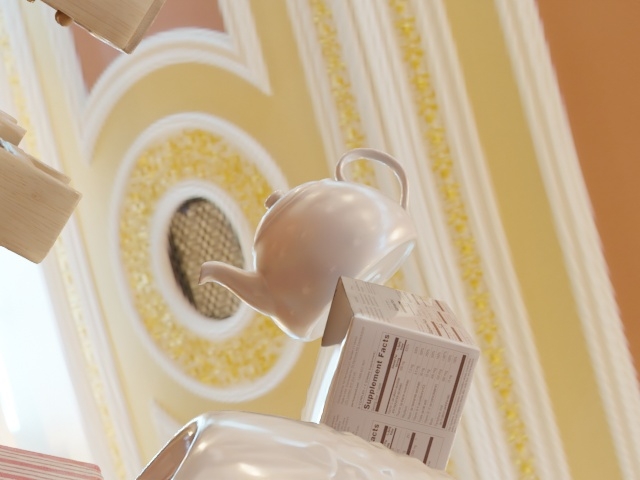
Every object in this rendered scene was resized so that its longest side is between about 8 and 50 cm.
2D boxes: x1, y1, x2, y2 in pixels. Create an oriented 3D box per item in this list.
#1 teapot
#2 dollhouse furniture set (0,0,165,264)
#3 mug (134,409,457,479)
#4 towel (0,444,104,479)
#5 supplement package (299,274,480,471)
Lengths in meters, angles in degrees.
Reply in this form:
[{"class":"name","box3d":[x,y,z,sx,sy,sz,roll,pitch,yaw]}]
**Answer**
[{"class":"teapot","box3d":[0.000,0.000,1.655,0.187,0.256,0.252,47,-68,13]},{"class":"dollhouse furniture set","box3d":[-0.357,-0.131,1.054,0.394,0.256,0.362,-57,-153,2]},{"class":"mug","box3d":[0.035,0.240,0.541,0.328,0.276,0.374,38,-14,-5]},{"class":"towel","box3d":[-0.241,0.192,0.934,0.197,0.144,0.029,-175,-82,-79]},{"class":"supplement package","box3d":[0.070,0.174,1.389,0.145,0.262,0.204,15,-83,-4]}]
